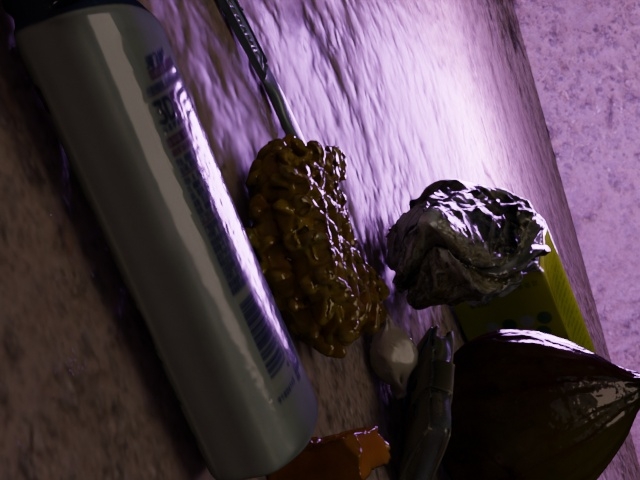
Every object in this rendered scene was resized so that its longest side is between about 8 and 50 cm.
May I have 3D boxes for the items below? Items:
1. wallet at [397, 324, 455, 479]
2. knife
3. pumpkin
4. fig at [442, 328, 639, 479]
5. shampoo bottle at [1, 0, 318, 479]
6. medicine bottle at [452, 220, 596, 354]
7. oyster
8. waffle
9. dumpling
[{"bbox_3d":[0.104,0.169,1.162,0.155,0.039,0.110,-80,-177,-52],"label":"wallet"},{"bbox_3d":[-0.052,-0.153,1.075,0.210,0.015,0.028,63,28,-26],"label":"knife"},{"bbox_3d":[0.009,0.173,0.888,0.074,0.083,0.054,-1,72,-66],"label":"pumpkin"},{"bbox_3d":[0.293,0.192,1.287,0.217,0.321,0.216,-11,90,-71],"label":"fig"},{"bbox_3d":[-0.099,-0.026,0.759,0.134,0.078,0.359,-63,133,-67],"label":"shampoo bottle"},{"bbox_3d":[0.273,0.115,1.564,0.250,0.137,0.141,64,22,-24],"label":"medicine bottle"},{"bbox_3d":[0.155,0.000,1.290,0.158,0.162,0.351,55,16,8],"label":"oyster"},{"bbox_3d":[0.000,0.000,1.014,0.197,0.070,0.193,-74,142,-56],"label":"waffle"},{"bbox_3d":[0.068,0.116,1.164,0.052,0.057,0.076,-42,92,-29],"label":"dumpling"}]
